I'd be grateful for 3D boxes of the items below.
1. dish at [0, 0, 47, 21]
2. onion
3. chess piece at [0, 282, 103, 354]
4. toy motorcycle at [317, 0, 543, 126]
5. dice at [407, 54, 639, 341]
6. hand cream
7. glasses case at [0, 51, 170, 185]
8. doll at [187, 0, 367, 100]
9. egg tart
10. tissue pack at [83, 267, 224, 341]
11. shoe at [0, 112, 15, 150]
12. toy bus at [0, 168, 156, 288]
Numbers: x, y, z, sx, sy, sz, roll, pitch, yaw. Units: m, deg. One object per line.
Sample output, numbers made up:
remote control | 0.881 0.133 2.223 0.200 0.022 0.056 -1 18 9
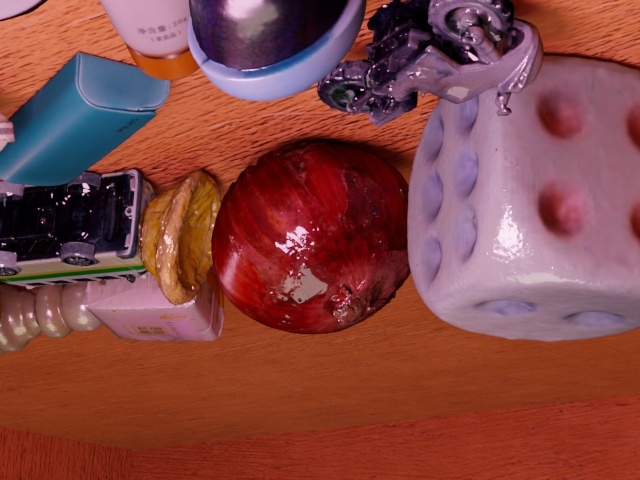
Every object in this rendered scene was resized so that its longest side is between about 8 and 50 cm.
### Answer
dish | -0.363 -0.283 1.128 0.316 0.106 0.316 3 164 1
onion | 0.000 0.000 1.771 0.276 0.276 0.276 1 163 0
chess piece | -0.487 0.124 2.445 0.243 0.133 0.133 -11 160 15
toy motorcycle | 0.121 -0.181 1.421 0.159 0.106 0.270 18 153 -29
dice | 0.262 -0.040 1.584 0.262 0.268 0.264 7 163 -18
hand cream | -0.157 -0.259 1.240 0.139 0.089 0.314 -15 155 3
glasses case | -0.295 -0.134 1.665 0.117 0.070 0.301 10 159 -28
doll | -0.049 -0.231 1.206 0.177 0.141 0.314 -39 151 -10
egg tart | -0.192 -0.007 1.873 0.074 0.191 0.191 9 166 18
tissue pack | -0.268 0.088 2.278 0.185 0.124 0.225 1 162 7
shoe | -0.504 -0.113 1.637 0.210 0.132 0.342 -3 -179 -42
toy bus | -0.348 -0.010 1.958 0.276 0.134 0.164 -5 161 22
